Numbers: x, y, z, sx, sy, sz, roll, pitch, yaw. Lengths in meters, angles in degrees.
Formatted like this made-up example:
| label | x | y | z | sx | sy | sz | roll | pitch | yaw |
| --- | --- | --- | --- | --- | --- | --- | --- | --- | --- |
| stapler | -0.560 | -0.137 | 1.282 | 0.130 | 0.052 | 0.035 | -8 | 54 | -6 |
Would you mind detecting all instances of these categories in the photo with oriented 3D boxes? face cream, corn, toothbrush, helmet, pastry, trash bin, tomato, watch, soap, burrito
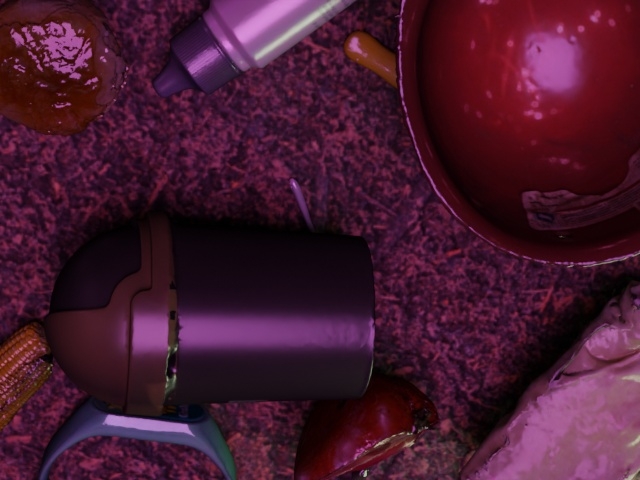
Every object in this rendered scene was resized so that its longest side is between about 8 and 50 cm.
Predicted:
| label | x | y | z | sx | sy | sz | roll | pitch | yaw |
| --- | --- | --- | --- | --- | --- | --- | --- | --- | --- |
| face cream | -0.041 | -0.241 | 1.400 | 0.311 | 0.092 | 0.092 | -36 | 111 | 6 |
| corn | -0.366 | 0.175 | 1.525 | 0.072 | 0.072 | 0.203 | 40 | 100 | -19 |
| toothbrush | 0.000 | 0.000 | 1.537 | 0.017 | 0.014 | 0.162 | -29 | 112 | -17 |
| helmet | 0.233 | -0.182 | 1.384 | 0.337 | 0.230 | 0.385 | -30 | 103 | 6 |
| pastry | -0.272 | -0.178 | 1.399 | 0.153 | 0.081 | 0.153 | -4 | 113 | -10 |
| trash bin | -0.119 | 0.076 | 1.442 | 0.334 | 0.214 | 0.214 | 0 | 110 | -8 |
| tomato | 0.037 | 0.205 | 1.550 | 0.173 | 0.189 | 0.099 | -32 | 76 | 30 |
| watch | -0.202 | 0.271 | 1.583 | 0.237 | 0.068 | 0.195 | 6 | 110 | -9 |
| soap | 0.064 | -0.192 | 1.473 | 0.089 | 0.012 | 0.034 | 31 | 103 | -17 |
| burrito | 0.327 | 0.189 | 1.583 | 0.190 | 0.135 | 0.332 | 38 | 100 | -7 |

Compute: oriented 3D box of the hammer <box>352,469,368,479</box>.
| label | x | y | z | sx | sy | sz | roll | pitch | yaw |
| --- | --- | --- | --- | --- | --- | --- | --- | --- | --- |
| hammer | 0.178 | 0.328 | 1.676 | 0.297 | 0.027 | 0.125 | 0 | 110 | -8 |
